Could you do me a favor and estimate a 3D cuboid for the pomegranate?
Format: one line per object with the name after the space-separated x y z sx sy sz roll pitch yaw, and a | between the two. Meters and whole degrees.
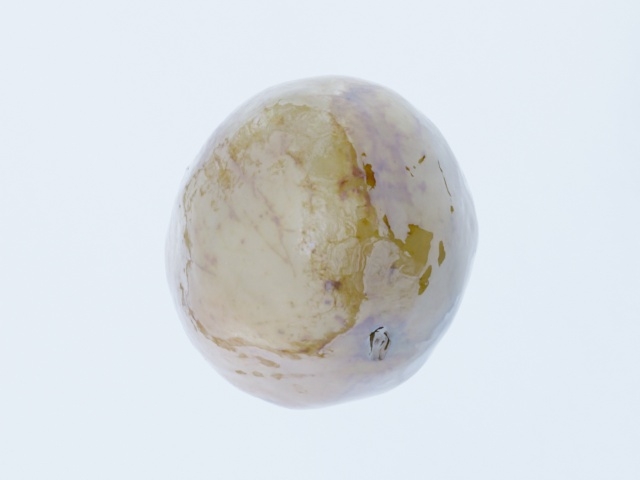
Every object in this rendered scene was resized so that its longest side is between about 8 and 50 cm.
0.000 0.000 1.119 0.248 0.248 0.248 3 94 43 | pomegranate
